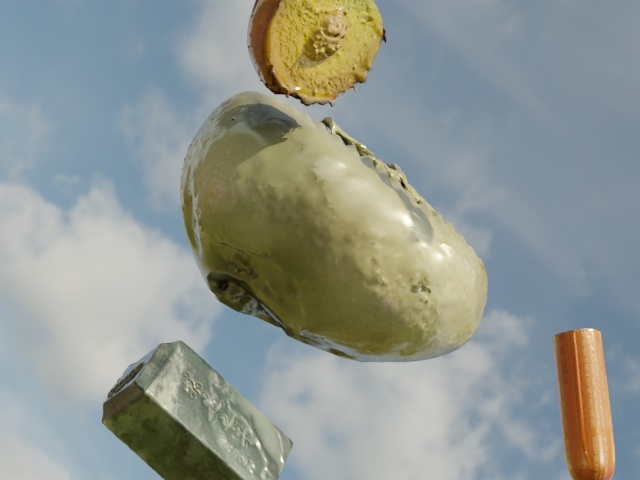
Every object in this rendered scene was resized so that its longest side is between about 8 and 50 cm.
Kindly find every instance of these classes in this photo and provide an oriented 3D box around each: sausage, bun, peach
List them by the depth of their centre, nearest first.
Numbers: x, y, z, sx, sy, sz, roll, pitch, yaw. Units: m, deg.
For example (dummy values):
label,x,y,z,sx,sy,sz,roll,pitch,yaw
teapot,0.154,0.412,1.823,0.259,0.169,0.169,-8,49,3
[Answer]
label,x,y,z,sx,sy,sz,roll,pitch,yaw
peach,-0.010,-0.138,0.728,0.061,0.098,0.098,31,-39,50
bun,0.003,0.002,0.846,0.273,0.168,0.273,35,4,-3
sausage,0.368,0.243,1.501,0.071,0.071,0.234,-32,-127,53

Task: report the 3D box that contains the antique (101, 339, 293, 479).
label,x,y,z,sx,sy,sz,roll,pitch,yaw
antique,-0.129,0.193,1.106,0.183,0.088,0.086,44,-52,-12
